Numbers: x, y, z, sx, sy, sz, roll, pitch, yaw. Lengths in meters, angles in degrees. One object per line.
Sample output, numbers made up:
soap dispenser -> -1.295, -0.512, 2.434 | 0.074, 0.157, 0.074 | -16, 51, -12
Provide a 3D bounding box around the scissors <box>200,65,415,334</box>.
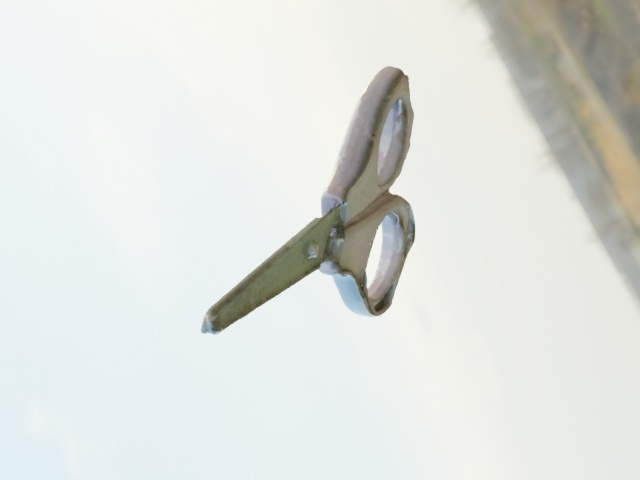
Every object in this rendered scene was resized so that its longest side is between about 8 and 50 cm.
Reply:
scissors -> 0.000, 0.000, 0.673 | 0.189, 0.015, 0.100 | -39, -46, -63
